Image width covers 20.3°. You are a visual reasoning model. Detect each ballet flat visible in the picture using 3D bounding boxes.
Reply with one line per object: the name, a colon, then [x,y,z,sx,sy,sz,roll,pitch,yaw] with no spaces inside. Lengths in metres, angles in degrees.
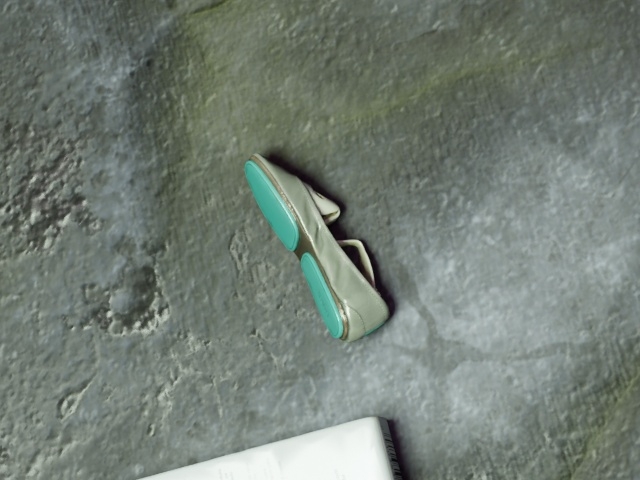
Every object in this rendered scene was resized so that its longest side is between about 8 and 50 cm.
ballet flat: [0.000,0.000,1.751,0.068,0.072,0.213,-24,75,-20]

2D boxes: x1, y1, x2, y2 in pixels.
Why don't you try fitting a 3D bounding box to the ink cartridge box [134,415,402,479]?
ink cartridge box: [-0.056,0.363,1.693,0.330,0.071,0.324,-16,78,13]
